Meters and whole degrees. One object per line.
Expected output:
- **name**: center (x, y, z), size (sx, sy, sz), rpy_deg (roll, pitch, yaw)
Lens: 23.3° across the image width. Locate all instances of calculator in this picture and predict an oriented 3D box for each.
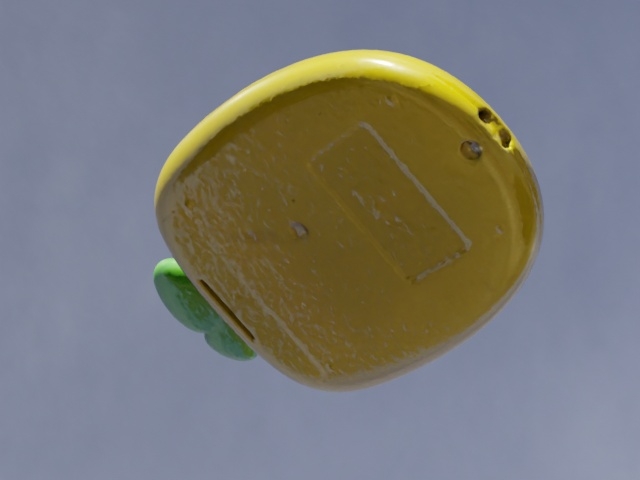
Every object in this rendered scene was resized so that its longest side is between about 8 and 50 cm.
- **calculator**: center (0.000, 0.000, 0.680), size (0.146, 0.235, 0.032), rpy_deg (48, -133, -7)
